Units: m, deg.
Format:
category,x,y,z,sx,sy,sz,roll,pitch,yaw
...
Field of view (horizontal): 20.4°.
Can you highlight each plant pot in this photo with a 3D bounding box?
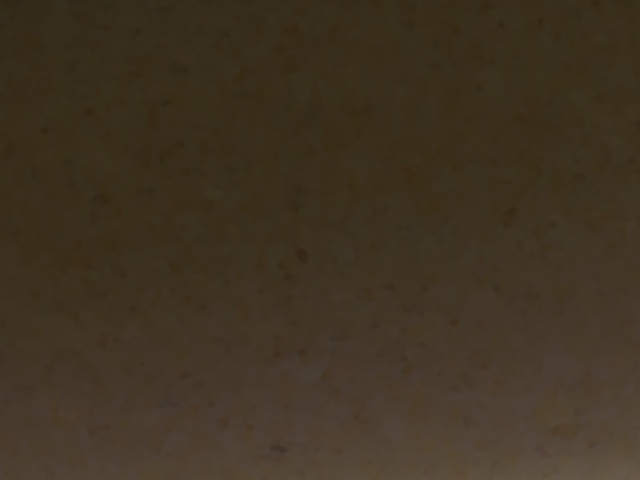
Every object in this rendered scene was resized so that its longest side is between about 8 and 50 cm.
category,x,y,z,sx,sy,sz,roll,pitch,yaw
plant pot,0.000,0.000,0.508,0.306,0.333,0.334,-10,-175,-10
